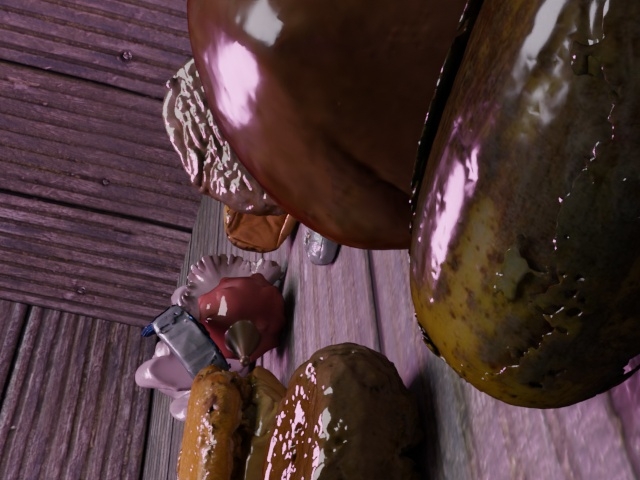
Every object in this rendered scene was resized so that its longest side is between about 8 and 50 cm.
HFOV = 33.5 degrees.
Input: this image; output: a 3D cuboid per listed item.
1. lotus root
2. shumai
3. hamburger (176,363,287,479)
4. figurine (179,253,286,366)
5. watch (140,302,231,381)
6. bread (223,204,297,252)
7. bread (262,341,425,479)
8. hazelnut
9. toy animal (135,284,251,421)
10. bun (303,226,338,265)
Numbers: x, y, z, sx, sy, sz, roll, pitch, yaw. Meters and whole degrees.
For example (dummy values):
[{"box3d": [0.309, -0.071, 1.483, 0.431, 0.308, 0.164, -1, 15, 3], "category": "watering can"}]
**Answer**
[{"box3d": [0.163, -0.067, 0.596, 0.196, 0.179, 0.397, -118, 35, -47], "category": "lotus root"}, {"box3d": [-0.066, -0.170, 1.720, 0.267, 0.314, 0.262, -50, -18, 18], "category": "shumai"}, {"box3d": [-0.131, 0.327, 1.552, 0.318, 0.158, 0.318, -167, 90, -77], "category": "hamburger"}, {"box3d": [-0.136, 0.128, 1.828, 0.387, 0.207, 0.166, -136, 26, -65], "category": "figurine"}, {"box3d": [-0.231, 0.184, 1.804, 0.068, 0.276, 0.274, -38, -26, -15], "category": "watch"}, {"box3d": [-0.097, -0.082, 1.883, 0.114, 0.132, 0.190, -96, 29, -61], "category": "bread"}, {"box3d": [0.023, 0.219, 1.046, 0.230, 0.123, 0.230, -163, 90, -74], "category": "bread"}, {"box3d": [0.065, -0.174, 0.882, 0.372, 0.315, 0.372, -49, -6, -6], "category": "hazelnut"}, {"box3d": [-0.238, 0.247, 2.093, 0.265, 0.206, 0.271, 105, -176, -61], "category": "toy animal"}, {"box3d": [0.000, 0.000, 1.560, 0.083, 0.045, 0.083, -172, 90, -77], "category": "bun"}]
